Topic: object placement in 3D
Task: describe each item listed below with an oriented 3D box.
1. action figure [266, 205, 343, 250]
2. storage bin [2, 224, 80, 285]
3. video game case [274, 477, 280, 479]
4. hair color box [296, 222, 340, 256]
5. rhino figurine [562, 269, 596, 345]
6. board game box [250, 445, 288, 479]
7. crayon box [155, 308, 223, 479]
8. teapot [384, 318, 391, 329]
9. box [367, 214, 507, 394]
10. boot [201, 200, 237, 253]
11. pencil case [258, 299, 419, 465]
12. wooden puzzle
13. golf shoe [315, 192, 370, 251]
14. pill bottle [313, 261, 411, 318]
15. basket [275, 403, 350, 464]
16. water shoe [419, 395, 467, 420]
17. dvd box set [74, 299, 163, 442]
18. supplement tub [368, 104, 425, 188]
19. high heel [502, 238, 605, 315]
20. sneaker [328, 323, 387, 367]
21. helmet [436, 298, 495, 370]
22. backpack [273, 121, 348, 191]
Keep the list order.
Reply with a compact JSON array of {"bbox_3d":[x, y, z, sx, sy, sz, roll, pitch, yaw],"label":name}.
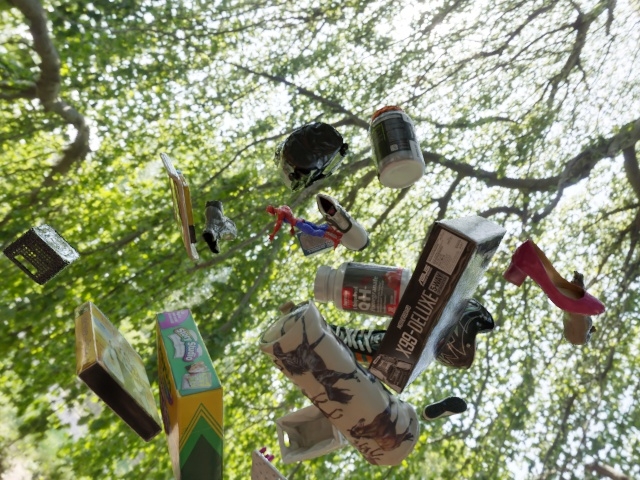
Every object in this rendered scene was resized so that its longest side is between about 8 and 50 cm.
[{"bbox_3d":[-0.076,-0.025,1.448,0.280,0.091,0.139,28,-62,1],"label":"action figure"},{"bbox_3d":[-0.719,0.033,1.076,0.122,0.084,0.180,51,-12,-17],"label":"storage bin"},{"bbox_3d":[-0.072,0.671,0.999,0.119,0.015,0.167,110,-43,-65],"label":"video game case"},{"bbox_3d":[0.000,0.000,1.794,0.347,0.173,0.105,94,-24,-87],"label":"hair color box"},{"bbox_3d":[0.705,0.185,1.129,0.073,0.106,0.244,13,-50,49],"label":"rhino figurine"},{"bbox_3d":[-0.105,0.979,1.440,0.389,0.050,0.391,24,-62,37],"label":"board game box"},{"bbox_3d":[-0.342,0.399,1.046,0.363,0.105,0.314,35,-54,55],"label":"crayon box"},{"bbox_3d":[0.392,0.330,1.614,0.255,0.187,0.252,35,-7,0],"label":"teapot"},{"bbox_3d":[0.228,0.107,0.782,0.076,0.242,0.308,31,-67,28],"label":"box"},{"bbox_3d":[-0.378,-0.019,1.514,0.083,0.161,0.247,-4,-30,6],"label":"boot"},{"bbox_3d":[0.041,0.317,0.950,0.410,0.160,0.183,47,5,-4],"label":"pencil case"},{"bbox_3d":[-0.364,-0.093,1.084,0.221,0.044,0.239,-135,-145,-53],"label":"wooden puzzle"},{"bbox_3d":[0.070,-0.065,1.511,0.273,0.105,0.120,48,6,25],"label":"golf shoe"},{"bbox_3d":[0.146,0.165,1.416,0.317,0.176,0.177,5,-50,16],"label":"pill bottle"},{"bbox_3d":[-0.015,0.495,1.066,0.103,0.167,0.114,42,26,-54],"label":"basket"},{"bbox_3d":[0.497,0.683,1.678,0.080,0.202,0.073,112,-30,-54],"label":"water shoe"},{"bbox_3d":[-0.627,0.383,1.265,0.420,0.062,0.308,26,-34,56],"label":"dvd box set"},{"bbox_3d":[0.183,-0.234,1.019,0.117,0.116,0.191,122,-33,-56],"label":"supplement tub"},{"bbox_3d":[0.564,0.086,0.964,0.243,0.082,0.117,28,-51,14],"label":"high heel"},{"bbox_3d":[0.120,0.271,1.083,0.301,0.108,0.121,17,-44,-2],"label":"sneaker"},{"bbox_3d":[0.328,0.228,1.019,0.169,0.161,0.170,39,-38,39],"label":"helmet"},{"bbox_3d":[-0.035,-0.186,0.935,0.115,0.151,0.182,62,-18,4],"label":"backpack"}]
